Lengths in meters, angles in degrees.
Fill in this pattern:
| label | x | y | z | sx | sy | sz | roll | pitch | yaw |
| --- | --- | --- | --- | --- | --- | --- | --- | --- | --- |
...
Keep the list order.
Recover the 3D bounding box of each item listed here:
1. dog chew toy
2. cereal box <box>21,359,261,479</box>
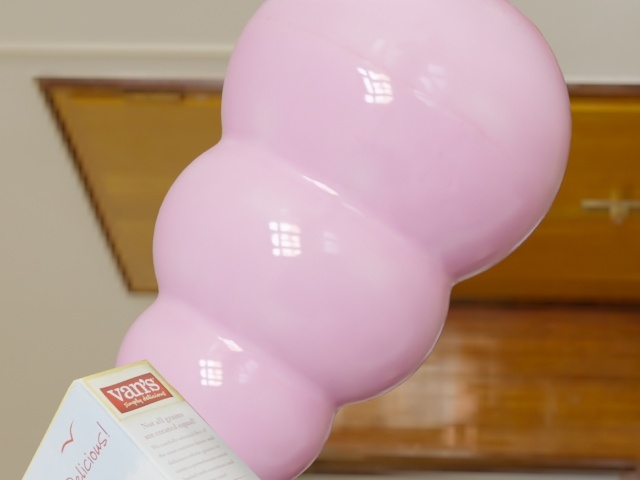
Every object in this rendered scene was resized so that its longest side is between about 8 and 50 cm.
| label | x | y | z | sx | sy | sz | roll | pitch | yaw |
| --- | --- | --- | --- | --- | --- | --- | --- | --- | --- |
| dog chew toy | 0.000 | 0.000 | 1.047 | 0.332 | 0.207 | 0.206 | -58 | -8 | -5 |
| cereal box | -0.038 | 0.186 | 0.681 | 0.047 | 0.240 | 0.173 | -13 | -39 | -51 |
